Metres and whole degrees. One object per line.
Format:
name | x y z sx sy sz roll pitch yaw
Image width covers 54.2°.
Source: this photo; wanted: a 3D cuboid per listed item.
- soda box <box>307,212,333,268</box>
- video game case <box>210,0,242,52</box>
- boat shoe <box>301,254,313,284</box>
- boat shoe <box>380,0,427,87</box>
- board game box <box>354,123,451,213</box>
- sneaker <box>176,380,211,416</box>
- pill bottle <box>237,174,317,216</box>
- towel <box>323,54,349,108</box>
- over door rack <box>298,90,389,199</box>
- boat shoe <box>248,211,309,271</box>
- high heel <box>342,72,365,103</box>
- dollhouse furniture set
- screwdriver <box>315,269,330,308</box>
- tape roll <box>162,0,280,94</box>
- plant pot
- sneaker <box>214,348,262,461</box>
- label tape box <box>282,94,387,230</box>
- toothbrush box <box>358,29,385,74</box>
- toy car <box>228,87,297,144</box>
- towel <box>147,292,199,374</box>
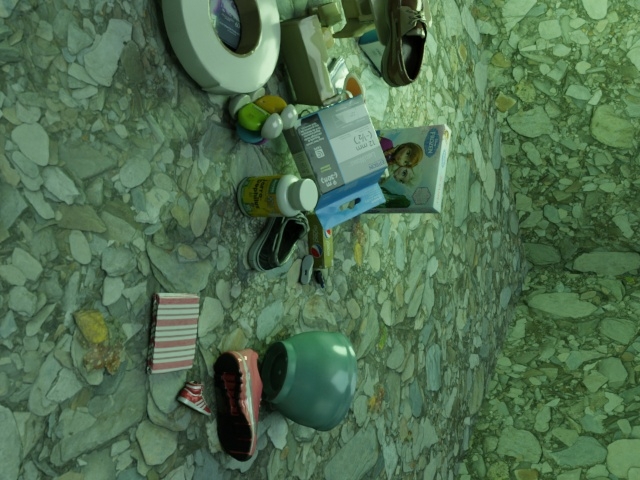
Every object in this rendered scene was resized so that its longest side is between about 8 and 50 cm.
soda box | 0.000 0.000 2.057 0.058 0.061 0.181 -12 101 -56
video game case | -0.236 -0.660 1.711 0.196 0.026 0.274 15 79 -56
boat shoe | -0.042 0.097 2.027 0.035 0.035 0.100 75 21 -73
boat shoe | 0.251 -0.592 1.746 0.123 0.116 0.324 -7 107 -28
board game box | 0.296 -0.254 2.270 0.066 0.318 0.318 29 67 -53
sneaker | -0.312 0.405 1.609 0.118 0.042 0.067 48 55 -43
pill bottle | -0.118 -0.123 1.738 0.118 0.209 0.117 -3 94 -57
towel | 0.080 -0.474 2.193 0.209 0.034 0.285 -61 138 -35
over door rack | 0.066 -0.307 2.068 0.240 0.108 0.324 -36 105 -42
boat shoe | -0.089 -0.036 1.867 0.121 0.119 0.335 58 45 -40
high heel | 0.130 -0.464 2.196 0.117 0.082 0.243 -75 147 -77
dollhouse furniture set | 0.093 -0.606 1.936 0.394 0.362 0.256 -28 117 -22
screwdriver | 0.013 0.172 2.120 0.025 0.024 0.169 -91 166 -61
tape roll | -0.243 -0.572 1.615 0.392 0.072 0.391 -2 92 -58
plant pot | -0.056 0.394 1.823 0.196 0.293 0.292 17 75 -29
sneaker | -0.199 0.446 1.718 0.136 0.116 0.313 -11 100 -58
label tape box | 0.065 -0.235 1.907 0.249 0.115 0.347 -26 98 -22
toothbrush box | 0.273 -0.812 2.392 0.216 0.126 0.295 35 63 -51
toy car | -0.167 -0.332 1.743 0.182 0.159 0.136 -45 165 -49
towel | -0.363 0.228 1.544 0.144 0.029 0.196 9 86 -57
